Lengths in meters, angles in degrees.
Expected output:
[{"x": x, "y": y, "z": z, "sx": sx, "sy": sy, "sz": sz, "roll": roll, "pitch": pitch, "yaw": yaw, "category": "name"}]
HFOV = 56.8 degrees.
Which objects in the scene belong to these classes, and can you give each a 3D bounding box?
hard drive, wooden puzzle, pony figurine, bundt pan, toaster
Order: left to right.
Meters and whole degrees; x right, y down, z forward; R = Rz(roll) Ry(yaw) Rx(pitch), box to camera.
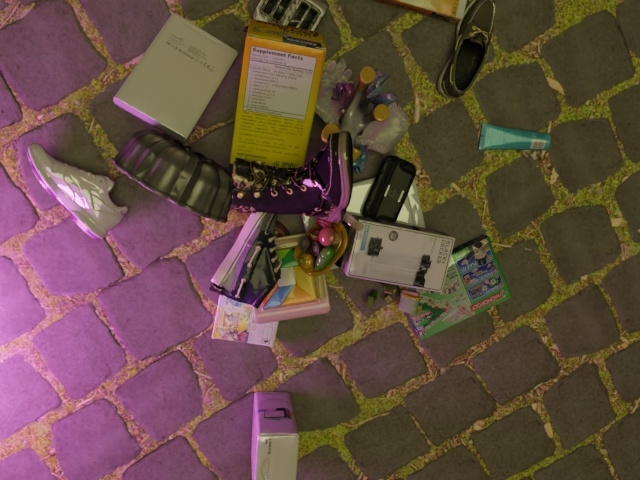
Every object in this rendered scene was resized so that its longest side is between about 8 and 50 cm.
[{"x": -0.373, "y": -0.432, "z": 1.561, "sx": 0.203, "sy": 0.040, "sz": 0.307, "roll": 29, "pitch": 67, "yaw": -12, "category": "hard drive"}, {"x": -0.356, "y": -0.178, "z": 1.523, "sx": 0.331, "sy": 0.331, "sz": 0.124, "roll": 30, "pitch": 96, "yaw": -12, "category": "bundt pan"}, {"x": -0.095, "y": 0.107, "z": 1.694, "sx": 0.221, "sy": 0.044, "sz": 0.239, "roll": -9, "pitch": 89, "yaw": -1, "category": "wooden puzzle"}, {"x": -0.090, "y": -0.609, "z": 1.607, "sx": 0.168, "sy": 0.110, "sz": 0.186, "roll": 32, "pitch": 93, "yaw": -11, "category": "toaster"}, {"x": 0.083, "y": -0.317, "z": 1.593, "sx": 0.303, "sy": 0.363, "sz": 0.351, "roll": 32, "pitch": 77, "yaw": -5, "category": "pony figurine"}, {"x": 0.126, "y": -0.060, "z": 1.757, "sx": 0.353, "sy": 0.047, "sz": 0.233, "roll": -15, "pitch": 101, "yaw": -5, "category": "hard drive"}]

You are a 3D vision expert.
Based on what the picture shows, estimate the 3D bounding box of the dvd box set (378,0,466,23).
[{"x": 0.231, "y": -0.813, "z": 1.645, "sx": 0.420, "sy": 0.062, "sz": 0.307, "roll": 13, "pitch": 98, "yaw": -10, "category": "dvd box set"}]

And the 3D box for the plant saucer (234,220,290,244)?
[{"x": -0.166, "y": 0.015, "z": 1.736, "sx": 0.168, "sy": 0.029, "sz": 0.168, "roll": -1, "pitch": 100, "yaw": -8, "category": "plant saucer"}]

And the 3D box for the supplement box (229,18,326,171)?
[{"x": -0.118, "y": -0.362, "z": 1.541, "sx": 0.194, "sy": 0.195, "sz": 0.356, "roll": 8, "pitch": 120, "yaw": -10, "category": "supplement box"}]

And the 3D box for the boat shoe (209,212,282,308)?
[{"x": -0.154, "y": 0.026, "z": 1.635, "sx": 0.158, "sy": 0.127, "sz": 0.340, "roll": 31, "pitch": 90, "yaw": -1, "category": "boat shoe"}]

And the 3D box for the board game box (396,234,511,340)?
[{"x": 0.409, "y": 0.146, "z": 1.832, "sx": 0.317, "sy": 0.046, "sz": 0.213, "roll": -24, "pitch": 102, "yaw": -4, "category": "board game box"}]

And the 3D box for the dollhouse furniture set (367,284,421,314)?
[{"x": 0.221, "y": 0.183, "z": 1.772, "sx": 0.151, "sy": 0.058, "sz": 0.076, "roll": 12, "pitch": 113, "yaw": 14, "category": "dollhouse furniture set"}]

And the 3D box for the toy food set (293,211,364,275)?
[{"x": 0.000, "y": 0.000, "z": 1.615, "sx": 0.218, "sy": 0.071, "sz": 0.128, "roll": -51, "pitch": 62, "yaw": 18, "category": "toy food set"}]

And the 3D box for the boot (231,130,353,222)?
[{"x": -0.069, "y": -0.147, "z": 1.420, "sx": 0.284, "sy": 0.377, "sz": 0.138, "roll": 4, "pitch": 74, "yaw": -3, "category": "boot"}]

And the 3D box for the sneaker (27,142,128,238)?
[{"x": -0.658, "y": -0.153, "z": 1.611, "sx": 0.152, "sy": 0.114, "sz": 0.305, "roll": -43, "pitch": 107, "yaw": -14, "category": "sneaker"}]

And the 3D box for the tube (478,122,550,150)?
[{"x": 0.584, "y": -0.306, "z": 1.787, "sx": 0.207, "sy": 0.052, "sz": 0.080, "roll": 4, "pitch": 93, "yaw": -4, "category": "tube"}]

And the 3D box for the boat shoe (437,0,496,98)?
[{"x": 0.436, "y": -0.556, "z": 1.698, "sx": 0.109, "sy": 0.091, "sz": 0.305, "roll": 20, "pitch": 95, "yaw": -18, "category": "boat shoe"}]

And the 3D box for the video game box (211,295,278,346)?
[{"x": -0.211, "y": 0.201, "z": 1.749, "sx": 0.187, "sy": 0.048, "sz": 0.205, "roll": 11, "pitch": 97, "yaw": -12, "category": "video game box"}]

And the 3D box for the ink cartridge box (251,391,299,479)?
[{"x": -0.136, "y": 0.585, "z": 1.703, "sx": 0.117, "sy": 0.278, "sz": 0.201, "roll": 3, "pitch": 99, "yaw": -8, "category": "ink cartridge box"}]

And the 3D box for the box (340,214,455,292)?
[{"x": 0.218, "y": 0.037, "z": 1.677, "sx": 0.290, "sy": 0.087, "sz": 0.169, "roll": 12, "pitch": 98, "yaw": -12, "category": "box"}]

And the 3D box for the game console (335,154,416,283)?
[{"x": 0.182, "y": -0.062, "z": 1.721, "sx": 0.213, "sy": 0.044, "sz": 0.361, "roll": 21, "pitch": 96, "yaw": -13, "category": "game console"}]
